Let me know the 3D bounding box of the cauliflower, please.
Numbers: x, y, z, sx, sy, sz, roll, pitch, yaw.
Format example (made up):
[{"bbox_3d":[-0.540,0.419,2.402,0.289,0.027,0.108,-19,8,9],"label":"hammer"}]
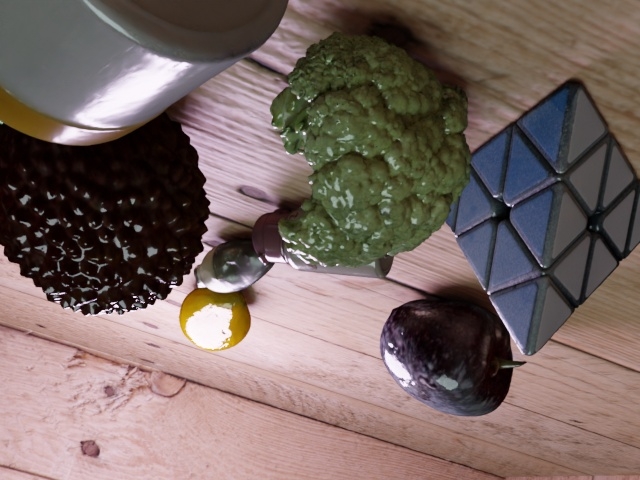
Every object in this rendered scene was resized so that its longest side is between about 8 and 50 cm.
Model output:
[{"bbox_3d":[0.043,-0.104,0.828,0.272,0.275,0.250,-3,-145,-45],"label":"cauliflower"}]

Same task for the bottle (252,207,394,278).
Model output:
[{"bbox_3d":[0.000,0.000,1.154,0.233,0.110,0.110,5,155,23],"label":"bottle"}]

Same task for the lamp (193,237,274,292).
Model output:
[{"bbox_3d":[-0.167,0.049,1.370,0.250,0.101,0.101,-16,142,43],"label":"lamp"}]

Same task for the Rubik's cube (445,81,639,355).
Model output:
[{"bbox_3d":[0.281,-0.036,0.879,0.228,0.228,0.233,52,-163,2],"label":"Rubik's cube"}]

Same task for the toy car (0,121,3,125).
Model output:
[{"bbox_3d":[-0.503,-0.178,1.108,0.186,0.058,0.093,28,155,-29],"label":"toy car"}]

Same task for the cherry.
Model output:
[{"bbox_3d":[0.256,0.224,1.377,0.296,0.218,0.255,12,164,41],"label":"cherry"}]

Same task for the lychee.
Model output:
[{"bbox_3d":[-0.308,-0.058,0.980,0.305,0.331,0.306,-12,173,-2],"label":"lychee"}]

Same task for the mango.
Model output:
[{"bbox_3d":[-0.252,0.184,1.697,0.176,0.119,0.317,26,150,-6],"label":"mango"}]

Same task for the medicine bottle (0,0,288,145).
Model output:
[{"bbox_3d":[-0.180,-0.225,0.597,0.237,0.238,0.231,31,149,-34],"label":"medicine bottle"}]
